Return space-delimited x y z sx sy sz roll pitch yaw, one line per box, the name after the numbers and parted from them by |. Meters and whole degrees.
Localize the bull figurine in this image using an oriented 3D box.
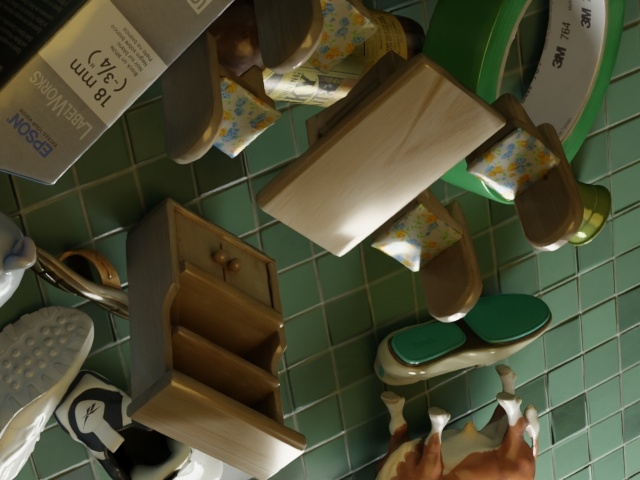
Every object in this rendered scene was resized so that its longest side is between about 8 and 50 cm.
0.147 0.272 1.754 0.310 0.101 0.189 -12 118 -36 | bull figurine

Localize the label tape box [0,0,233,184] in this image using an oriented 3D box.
-0.268 -0.157 1.234 0.334 0.240 0.106 -46 130 -7 | label tape box

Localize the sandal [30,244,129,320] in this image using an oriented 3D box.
-0.229 0.037 1.458 0.180 0.072 0.049 30 77 -40 | sandal

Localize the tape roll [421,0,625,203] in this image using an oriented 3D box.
0.226 -0.203 1.577 0.321 0.077 0.321 -33 134 -43 | tape roll

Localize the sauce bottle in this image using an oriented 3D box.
-0.053 -0.196 1.444 0.344 0.111 0.111 3 109 -33 | sauce bottle

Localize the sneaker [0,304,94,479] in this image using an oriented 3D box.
-0.310 0.169 1.460 0.235 0.090 0.095 -51 153 -10 | sneaker

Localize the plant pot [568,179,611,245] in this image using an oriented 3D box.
0.302 -0.047 1.771 0.079 0.083 0.083 27 94 -26 | plant pot

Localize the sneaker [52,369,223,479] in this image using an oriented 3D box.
-0.168 0.235 1.527 0.094 0.153 0.235 -47 128 -5 | sneaker

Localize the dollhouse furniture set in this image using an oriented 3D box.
0.000 0.000 1.360 0.362 0.256 0.394 31 122 -34 | dollhouse furniture set

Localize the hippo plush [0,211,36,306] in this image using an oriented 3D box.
-0.358 0.067 1.275 0.236 0.234 0.294 -47 127 -7 | hippo plush

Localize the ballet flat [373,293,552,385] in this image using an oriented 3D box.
0.172 0.127 1.765 0.248 0.086 0.086 -12 116 -28 | ballet flat
